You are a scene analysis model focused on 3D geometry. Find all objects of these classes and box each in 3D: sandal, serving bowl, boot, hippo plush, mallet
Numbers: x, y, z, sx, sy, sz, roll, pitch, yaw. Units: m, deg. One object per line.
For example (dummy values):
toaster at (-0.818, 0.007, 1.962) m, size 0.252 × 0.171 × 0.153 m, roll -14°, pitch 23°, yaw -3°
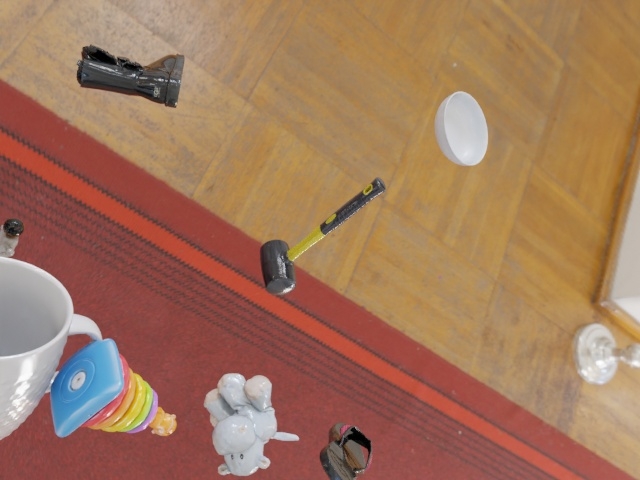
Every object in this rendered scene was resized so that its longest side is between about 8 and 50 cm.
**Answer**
sandal at (0.039, 0.254, 0.682) m, size 0.040 × 0.179 × 0.067 m, roll -39°, pitch 79°, yaw 1°
serving bowl at (0.155, -0.124, 0.640) m, size 0.083 × 0.027 × 0.083 m, roll 4°, pitch 83°, yaw -41°
boot at (-0.404, -0.369, 1.218) m, size 0.207 × 0.246 × 0.094 m, roll 12°, pitch 118°, yaw -17°
hippo plush at (-0.238, 0.553, 1.610) m, size 0.236 × 0.234 × 0.294 m, roll -67°, pitch 141°, yaw -61°
mallet at (0.000, 0.000, 0.621) m, size 0.039 × 0.190 × 0.062 m, roll 22°, pitch 49°, yaw -39°

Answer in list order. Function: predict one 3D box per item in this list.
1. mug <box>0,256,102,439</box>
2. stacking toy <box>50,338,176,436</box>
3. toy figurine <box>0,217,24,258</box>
mug at (-0.626, 0.239, 1.128) m, size 0.374 × 0.328 × 0.276 m, roll 0°, pitch 39°, yaw -44°
stacking toy at (-0.420, 0.361, 1.241) m, size 0.175 × 0.165 × 0.302 m, roll -39°, pitch 134°, yaw 2°
toy figurine at (-0.855, -0.022, 1.374) m, size 0.209 × 0.148 × 0.213 m, roll 39°, pitch 27°, yaw -5°
